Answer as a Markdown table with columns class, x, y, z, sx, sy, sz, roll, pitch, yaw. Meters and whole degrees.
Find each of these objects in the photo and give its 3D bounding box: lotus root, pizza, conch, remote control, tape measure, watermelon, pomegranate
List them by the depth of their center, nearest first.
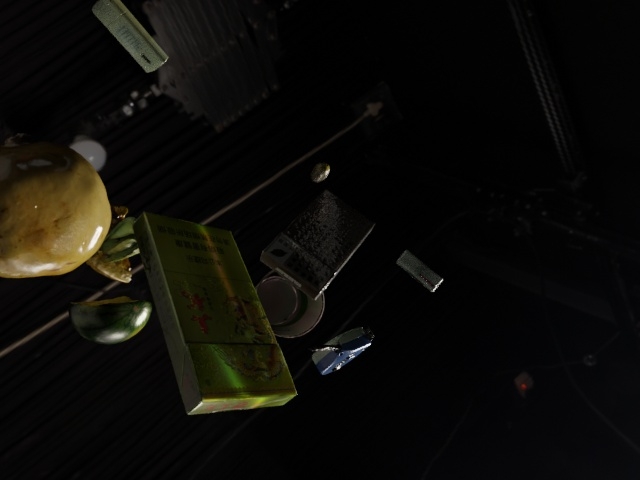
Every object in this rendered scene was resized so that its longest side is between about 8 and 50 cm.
| class | x | y | z | sx | sy | sz | roll | pitch | yaw |
| --- | --- | --- | --- | --- | --- | --- | --- | --- | --- |
| pomegranate | -0.642 | -0.078 | 1.230 | 0.332 | 0.332 | 0.333 | 48 | -15 | 17 |
| conch | -0.514 | 0.010 | 1.435 | 0.079 | 0.170 | 0.106 | 39 | 21 | -49 |
| watermelon | -0.581 | 0.220 | 1.513 | 0.204 | 0.231 | 0.127 | 20 | 65 | -71 |
| remote control | -0.550 | -0.597 | 1.595 | 0.098 | 0.038 | 0.233 | -12 | -49 | 38 |
| pizza | -0.703 | -0.009 | 1.711 | 0.257 | 0.087 | 0.269 | 14 | 61 | -55 |
| lotus root | -0.003 | -0.233 | 1.927 | 0.099 | 0.054 | 0.049 | -47 | -120 | 49 |
| remote control | 0.348 | 0.108 | 1.949 | 0.166 | 0.065 | 0.029 | 41 | 1 | 16 |
| tape measure | 0.034 | 0.434 | 2.077 | 0.215 | 0.351 | 0.098 | -46 | -115 | 33 |

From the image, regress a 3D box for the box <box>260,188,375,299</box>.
| class | x | y | z | sx | sy | sz | roll | pitch | yaw |
| --- | --- | --- | --- | --- | --- | --- | --- | --- | --- |
| box | 0.001 | 0.001 | 1.481 | 0.180 | 0.325 | 0.047 | 36 | -44 | 7 |

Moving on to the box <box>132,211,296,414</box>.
| class | x | y | z | sx | sy | sz | roll | pitch | yaw |
| --- | --- | --- | --- | --- | --- | --- | --- | --- | --- |
| box | -0.159 | 0.099 | 0.813 | 0.172 | 0.043 | 0.311 | 14 | 41 | -47 |

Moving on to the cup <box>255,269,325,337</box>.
| class | x | y | z | sx | sy | sz | roll | pitch | yaw |
| --- | --- | --- | --- | --- | --- | --- | --- | --- | --- |
| cup | -0.140 | 0.226 | 2.040 | 0.253 | 0.253 | 0.274 | 53 | -16 | -5 |
